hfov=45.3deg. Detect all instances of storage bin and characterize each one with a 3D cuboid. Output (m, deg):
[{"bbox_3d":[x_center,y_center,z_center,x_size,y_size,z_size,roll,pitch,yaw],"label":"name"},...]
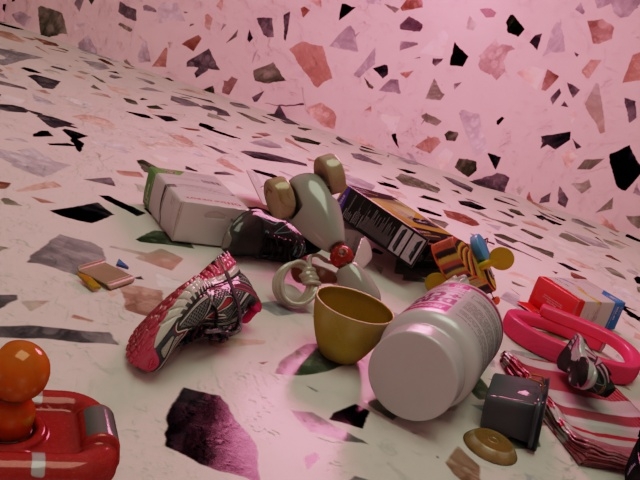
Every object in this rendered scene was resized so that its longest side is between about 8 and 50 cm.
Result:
[{"bbox_3d":[0.307,0.255,1.206,0.091,0.098,0.135,12,15,16],"label":"storage bin"}]

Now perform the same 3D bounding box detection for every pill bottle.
[{"bbox_3d":[0.185,0.170,1.209,0.160,0.160,0.283,24,18,18],"label":"pill bottle"}]

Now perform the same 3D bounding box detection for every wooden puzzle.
[{"bbox_3d":[-0.356,0.057,1.270,0.078,0.014,0.116,31,21,24],"label":"wooden puzzle"}]

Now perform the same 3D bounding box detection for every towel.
[{"bbox_3d":[0.475,0.295,1.332,0.237,0.037,0.329,14,17,-16],"label":"towel"}]

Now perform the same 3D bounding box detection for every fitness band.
[{"bbox_3d":[0.529,0.215,1.621,0.290,0.054,0.209,21,20,14],"label":"fitness band"}]

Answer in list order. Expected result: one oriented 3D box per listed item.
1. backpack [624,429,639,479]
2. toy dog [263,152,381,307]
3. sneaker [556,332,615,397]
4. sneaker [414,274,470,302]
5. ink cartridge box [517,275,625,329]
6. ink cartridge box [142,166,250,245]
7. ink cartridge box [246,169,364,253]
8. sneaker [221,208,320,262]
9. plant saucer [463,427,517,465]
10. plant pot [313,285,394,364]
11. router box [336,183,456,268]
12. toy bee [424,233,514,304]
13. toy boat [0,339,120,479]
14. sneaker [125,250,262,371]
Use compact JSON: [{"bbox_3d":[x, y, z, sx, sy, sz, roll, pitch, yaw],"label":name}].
[{"bbox_3d":[0.507,0.318,1.066,0.144,0.166,0.188,23,21,10],"label":"backpack"},{"bbox_3d":[0.000,0.000,1.509,0.220,0.334,0.161,-1,-20,-10],"label":"toy dog"},{"bbox_3d":[0.486,0.236,1.395,0.077,0.072,0.178,32,22,-2],"label":"sneaker"},{"bbox_3d":[0.265,0.152,1.477,0.146,0.102,0.293,57,3,6],"label":"sneaker"},{"bbox_3d":[0.601,0.150,1.840,0.231,0.078,0.134,5,21,-35],"label":"ink cartridge box"},{"bbox_3d":[-0.267,-0.072,1.627,0.160,0.093,0.219,7,20,-31],"label":"ink cartridge box"},{"bbox_3d":[-0.052,-0.074,1.896,0.261,0.066,0.296,14,17,-18],"label":"ink cartridge box"},{"bbox_3d":[-0.093,-0.006,1.587,0.106,0.101,0.267,33,23,28],"label":"sneaker"},{"bbox_3d":[0.252,0.299,1.127,0.083,0.015,0.083,16,17,-5],"label":"plant saucer"},{"bbox_3d":[0.042,0.146,1.254,0.134,0.095,0.134,17,17,-5],"label":"plant pot"},{"bbox_3d":[0.194,-0.029,1.845,0.243,0.081,0.309,35,13,22],"label":"router box"},{"bbox_3d":[0.348,0.069,1.689,0.298,0.195,0.162,-10,75,-43],"label":"toy bee"},{"bbox_3d":[-0.305,0.166,0.743,0.231,0.151,0.151,10,18,-26],"label":"toy boat"},{"bbox_3d":[-0.172,0.111,1.129,0.112,0.121,0.299,49,28,-1],"label":"sneaker"}]
